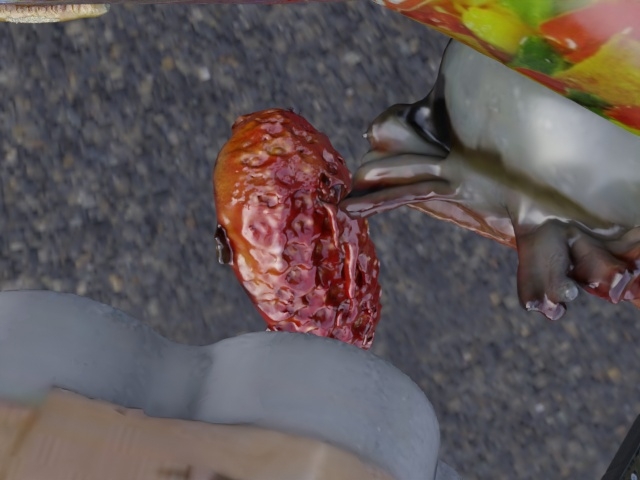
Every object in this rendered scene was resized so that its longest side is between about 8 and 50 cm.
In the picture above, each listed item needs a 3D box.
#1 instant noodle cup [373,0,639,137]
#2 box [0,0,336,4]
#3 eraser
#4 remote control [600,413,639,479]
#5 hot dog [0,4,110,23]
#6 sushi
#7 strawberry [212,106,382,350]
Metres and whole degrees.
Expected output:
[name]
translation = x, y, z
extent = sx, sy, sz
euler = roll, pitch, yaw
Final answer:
[instant noodle cup]
translation = 0.058, -0.105, 0.365
extent = 0.185, 0.168, 0.168
euler = 33, 109, -16
[box]
translation = -0.081, -0.248, 1.055
extent = 0.313, 0.089, 0.197
euler = -12, 101, -53
[eraser]
translation = -0.063, 0.143, 0.378
extent = 0.171, 0.290, 0.087
euler = 10, 134, 4
[remote control]
translation = 0.181, 0.195, 1.066
extent = 0.025, 0.245, 0.063
euler = -9, 113, 35
[hot dog]
translation = -0.254, -0.217, 1.508
extent = 0.137, 0.044, 0.028
euler = 0, 141, 18
[sushi]
translation = 0.160, -0.084, 0.526
extent = 0.332, 0.124, 0.130
euler = -44, 133, -11
[strawberry]
translation = 0.000, 0.000, 1.012
extent = 0.082, 0.121, 0.188
euler = -11, 132, 21
